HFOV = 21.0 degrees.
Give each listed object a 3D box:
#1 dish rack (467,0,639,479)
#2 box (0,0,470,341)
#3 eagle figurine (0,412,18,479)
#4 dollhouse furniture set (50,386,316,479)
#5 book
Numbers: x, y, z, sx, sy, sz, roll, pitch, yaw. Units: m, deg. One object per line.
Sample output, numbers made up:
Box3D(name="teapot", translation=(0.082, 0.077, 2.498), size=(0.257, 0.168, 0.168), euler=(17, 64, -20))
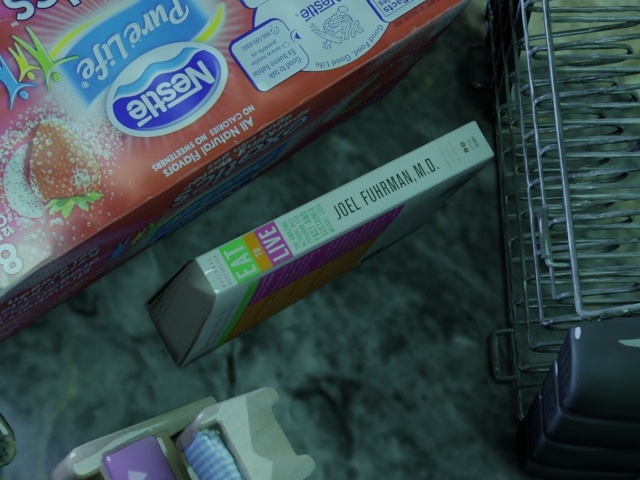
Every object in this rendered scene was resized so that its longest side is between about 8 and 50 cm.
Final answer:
Box3D(name="dish rack", translation=(0.114, -0.033, 0.763), size=(0.074, 0.208, 0.271), euler=(-3, 71, -3))
Box3D(name="box", translation=(-0.080, -0.075, 0.752), size=(0.257, 0.122, 0.128), euler=(-35, 85, -24))
Box3D(name="eagle figurine", translation=(-0.278, 0.057, 0.578), size=(0.225, 0.298, 0.226), euler=(6, 98, -48))
Box3D(name="dollhouse furniture set", translation=(-0.033, 0.192, 0.582), size=(0.198, 0.303, 0.286), euler=(-24, 81, -24))
Box3D(name="book", translation=(0.000, 0.000, 0.767), size=(0.144, 0.096, 0.035), euler=(-27, 82, -24))
